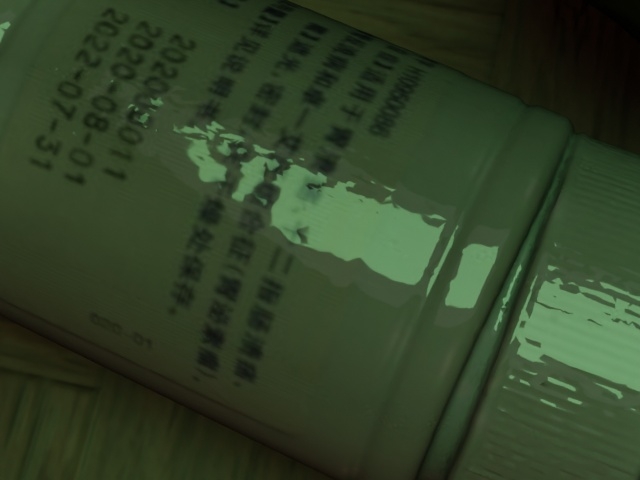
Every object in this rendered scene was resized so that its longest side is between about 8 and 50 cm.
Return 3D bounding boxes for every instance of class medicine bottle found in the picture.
[{"bbox_3d":[0.000,0.000,0.577,0.332,0.190,0.190,25,74,10],"label":"medicine bottle"}]

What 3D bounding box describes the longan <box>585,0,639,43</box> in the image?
[{"bbox_3d":[0.246,-0.253,0.555,0.391,0.391,0.391,-1,72,2],"label":"longan"}]
